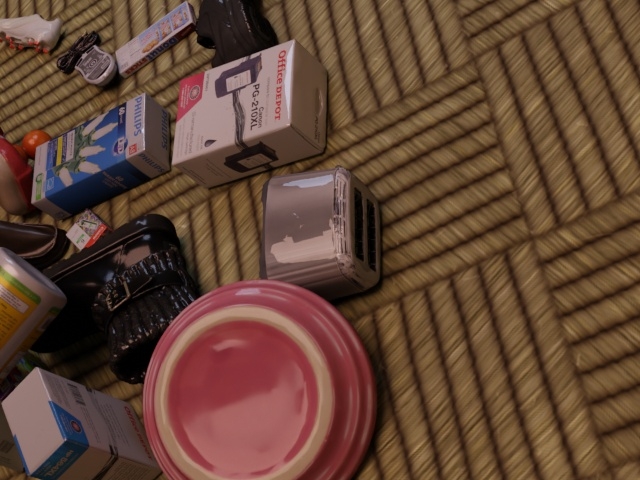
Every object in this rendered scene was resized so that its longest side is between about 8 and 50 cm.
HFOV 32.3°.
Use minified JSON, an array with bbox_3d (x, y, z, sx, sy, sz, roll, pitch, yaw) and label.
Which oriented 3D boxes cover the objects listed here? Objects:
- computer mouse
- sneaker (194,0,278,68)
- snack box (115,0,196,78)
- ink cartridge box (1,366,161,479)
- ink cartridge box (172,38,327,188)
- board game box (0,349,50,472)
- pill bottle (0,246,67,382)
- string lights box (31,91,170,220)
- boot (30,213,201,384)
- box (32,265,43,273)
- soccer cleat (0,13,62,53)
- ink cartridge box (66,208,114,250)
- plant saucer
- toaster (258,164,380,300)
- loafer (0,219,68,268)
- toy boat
[{"bbox_3d":[-0.442,-0.341,2.150,0.106,0.042,0.193,-47,43,-1],"label":"computer mouse"},{"bbox_3d":[-0.173,-0.409,1.958,0.130,0.109,0.286,-35,48,23],"label":"sneaker"},{"bbox_3d":[-0.311,-0.379,2.089,0.178,0.022,0.064,-31,50,18],"label":"snack box"},{"bbox_3d":[-0.349,0.290,1.628,0.086,0.203,0.148,-45,48,9],"label":"ink cartridge box"},{"bbox_3d":[-0.114,-0.204,1.801,0.237,0.100,0.172,-15,59,29],"label":"ink cartridge box"},{"bbox_3d":[-0.554,0.230,1.844,0.142,0.144,0.275,-49,49,2],"label":"board game box"},{"bbox_3d":[-0.514,0.144,1.682,0.246,0.136,0.136,-51,48,-4],"label":"pill bottle"},{"bbox_3d":[-0.393,-0.148,1.982,0.259,0.076,0.133,-22,53,24],"label":"string lights box"},{"bbox_3d":[-0.338,0.137,1.751,0.348,0.131,0.260,-36,50,14],"label":"boot"},{"bbox_3d":[-0.580,0.065,1.928,0.147,0.180,0.078,3,67,36],"label":"box"},{"bbox_3d":[-0.615,-0.441,2.314,0.196,0.068,0.076,17,71,33],"label":"soccer cleat"},{"bbox_3d":[-0.394,-0.003,1.935,0.063,0.029,0.115,-52,48,0],"label":"ink cartridge box"},{"bbox_3d":[-0.093,0.214,1.484,0.332,0.084,0.332,-2,81,16],"label":"plant saucer"},{"bbox_3d":[0.000,0.000,1.591,0.146,0.129,0.227,-13,60,27],"label":"toaster"},{"bbox_3d":[-0.564,0.004,1.995,0.220,0.078,0.080,-4,62,13],"label":"loafer"},{"bbox_3d":[-0.579,-0.161,2.103,0.151,0.151,0.231,-31,45,-22],"label":"toy boat"}]
